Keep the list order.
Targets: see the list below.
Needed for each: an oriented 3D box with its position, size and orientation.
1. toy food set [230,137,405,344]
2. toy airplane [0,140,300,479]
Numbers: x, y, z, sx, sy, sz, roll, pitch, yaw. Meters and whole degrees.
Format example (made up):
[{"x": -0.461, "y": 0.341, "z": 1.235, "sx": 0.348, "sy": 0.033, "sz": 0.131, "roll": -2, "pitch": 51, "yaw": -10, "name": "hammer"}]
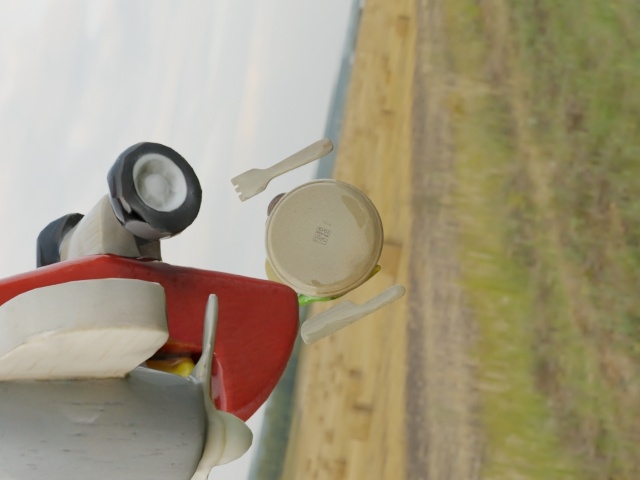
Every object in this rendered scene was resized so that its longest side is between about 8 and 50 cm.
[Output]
[{"x": 0.000, "y": 0.000, "z": 1.433, "sx": 0.038, "sy": 0.132, "sz": 0.192, "roll": 50, "pitch": -165, "yaw": -77, "name": "toy food set"}, {"x": -0.200, "y": 0.124, "z": 0.764, "sx": 0.386, "sy": 0.384, "sz": 0.272, "roll": 29, "pitch": -143, "yaw": -80, "name": "toy airplane"}]
